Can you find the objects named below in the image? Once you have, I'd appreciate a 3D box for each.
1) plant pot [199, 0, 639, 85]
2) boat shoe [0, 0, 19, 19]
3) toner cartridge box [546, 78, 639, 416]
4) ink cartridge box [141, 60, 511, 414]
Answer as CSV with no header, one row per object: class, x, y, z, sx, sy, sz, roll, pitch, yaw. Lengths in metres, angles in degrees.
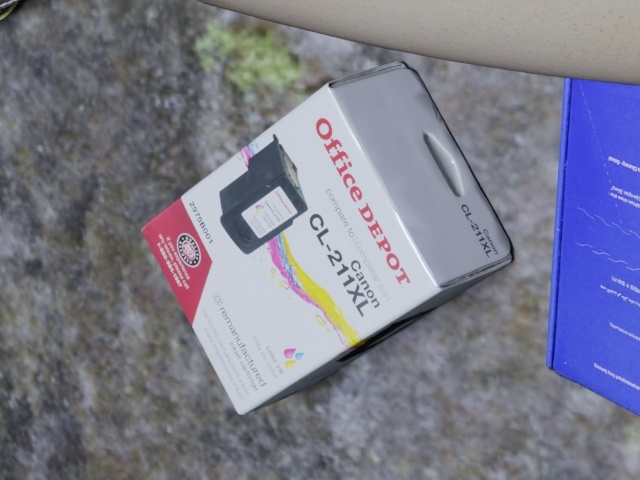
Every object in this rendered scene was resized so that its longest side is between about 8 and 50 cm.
plant pot,0.116,-0.169,0.806,0.274,0.256,0.256,24,119,10
boat shoe,-0.227,-0.171,1.190,0.228,0.069,0.081,-4,66,38
toner cartridge box,0.243,0.034,0.798,0.348,0.075,0.165,28,125,47
ink cartridge box,0.000,0.000,1.048,0.175,0.072,0.127,-35,79,41
